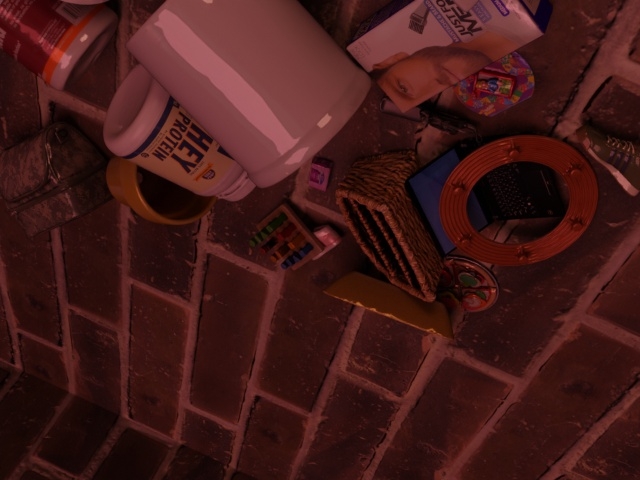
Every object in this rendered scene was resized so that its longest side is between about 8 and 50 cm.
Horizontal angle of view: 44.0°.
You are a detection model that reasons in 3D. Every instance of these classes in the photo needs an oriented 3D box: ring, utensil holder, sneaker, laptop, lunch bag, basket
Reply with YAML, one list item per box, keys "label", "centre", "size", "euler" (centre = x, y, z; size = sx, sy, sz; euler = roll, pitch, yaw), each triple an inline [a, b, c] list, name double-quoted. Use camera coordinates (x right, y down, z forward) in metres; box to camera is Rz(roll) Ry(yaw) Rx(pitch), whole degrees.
- label: "ring"
  centre: [0.424, -0.073, 1.698]
  size: [0.337, 0.032, 0.336]
  euler: [2, 128, 3]
- label: "utensil holder"
  centre: [-0.143, -0.353, 1.580]
  size: [0.385, 0.327, 0.327]
  euler: [45, 137, -17]
- label: "sneaker"
  centre: [0.598, -0.175, 1.563]
  size: [0.192, 0.064, 0.086]
  euler: [41, 130, -16]
- label: "laptop"
  centre: [0.358, -0.093, 1.714]
  size: [0.264, 0.136, 0.234]
  euler: [-3, 132, 38]
- label: "sneaker"
  centre: [0.000, 0.000, 2.080]
  size: [0.070, 0.051, 0.134]
  euler: [49, 144, -3]
- label: "lunch bag"
  centre: [-0.748, -0.175, 2.198]
  size: [0.305, 0.212, 0.256]
  euler: [-16, 107, 38]
- label: "basket"
  centre: [0.151, -0.024, 1.837]
  size: [0.213, 0.223, 0.299]
  euler: [-6, 130, 33]

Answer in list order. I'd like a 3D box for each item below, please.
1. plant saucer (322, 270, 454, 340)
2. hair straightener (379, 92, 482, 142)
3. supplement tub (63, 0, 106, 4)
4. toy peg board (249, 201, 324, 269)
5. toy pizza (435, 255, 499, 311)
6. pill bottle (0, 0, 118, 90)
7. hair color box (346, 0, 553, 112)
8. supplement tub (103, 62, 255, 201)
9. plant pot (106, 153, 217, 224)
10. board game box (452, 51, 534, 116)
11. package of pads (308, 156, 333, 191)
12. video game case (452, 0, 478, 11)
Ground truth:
- label: "plant saucer"
  centre: [0.190, 0.160, 2.018]
  size: [0.333, 0.081, 0.333]
  euler: [20, 178, 9]
- label: "hair straightener"
  centre: [0.230, -0.249, 1.660]
  size: [0.230, 0.089, 0.047]
  euler: [24, 123, 5]
- label: "supplement tub"
  centre: [-0.453, -0.647, 1.508]
  size: [0.241, 0.241, 0.331]
  euler: [29, 139, -1]
- label: "toy peg board"
  centre: [-0.100, 0.009, 2.077]
  size: [0.160, 0.079, 0.161]
  euler: [50, 144, -4]
- label: "toy pizza"
  centre: [0.352, 0.119, 2.020]
  size: [0.201, 0.032, 0.201]
  euler: [15, 138, 14]
- label: "pill bottle"
  centre: [-0.671, -0.534, 1.756]
  size: [0.392, 0.224, 0.224]
  euler: [37, 139, -11]
- label: "hair color box"
  centre: [0.236, -0.399, 1.491]
  size: [0.185, 0.110, 0.339]
  euler: [45, 138, -20]
- label: "supplement tub"
  centre: [-0.294, -0.241, 1.788]
  size: [0.325, 0.235, 0.235]
  euler: [26, 146, -36]
- label: "plant pot"
  centre: [-0.414, -0.166, 2.001]
  size: [0.239, 0.254, 0.254]
  euler: [1, 135, 50]
- label: "board game box"
  centre: [0.340, -0.307, 1.584]
  size: [0.169, 0.033, 0.133]
  euler: [-24, 118, 43]
- label: "package of pads"
  centre: [-0.001, -0.161, 1.923]
  size: [0.050, 0.032, 0.083]
  euler: [19, 139, 8]
- label: "video game case"
  centre: [0.224, -0.578, 1.233]
  size: [0.329, 0.036, 0.300]
  euler: [38, 109, -21]
